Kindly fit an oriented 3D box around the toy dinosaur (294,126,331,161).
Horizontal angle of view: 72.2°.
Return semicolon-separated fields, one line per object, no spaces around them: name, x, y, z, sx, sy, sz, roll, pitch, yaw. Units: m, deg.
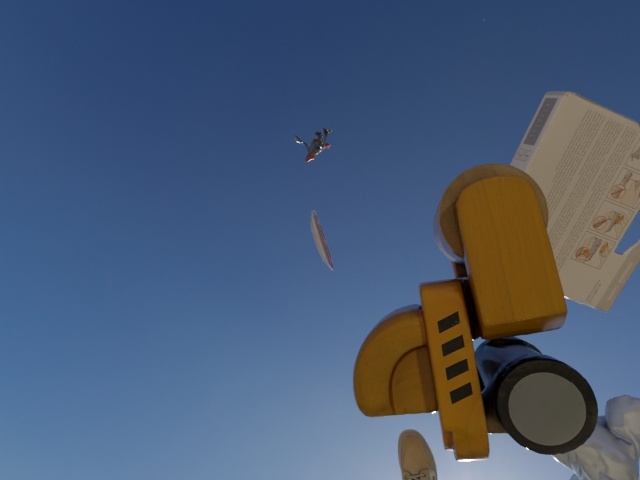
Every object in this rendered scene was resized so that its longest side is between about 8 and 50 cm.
toy dinosaur;-0.003;-0.165;0.788;0.047;0.082;0.090;-1;-29;35

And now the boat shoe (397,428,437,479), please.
boat shoe;0.290;0.717;1.282;0.109;0.098;0.302;-11;-107;13

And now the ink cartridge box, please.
ink cartridge box;0.423;-0.054;0.723;0.261;0.066;0.296;19;-74;-11

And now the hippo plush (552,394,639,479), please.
hippo plush;0.476;0.398;0.872;0.236;0.294;0.234;26;-54;28

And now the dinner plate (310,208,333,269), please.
dinner plate;0.000;0.000;0.967;0.017;0.141;0.141;-20;-72;6

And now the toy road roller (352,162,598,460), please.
toy road roller;0.154;0.092;0.538;0.240;0.202;0.329;-9;-97;11
